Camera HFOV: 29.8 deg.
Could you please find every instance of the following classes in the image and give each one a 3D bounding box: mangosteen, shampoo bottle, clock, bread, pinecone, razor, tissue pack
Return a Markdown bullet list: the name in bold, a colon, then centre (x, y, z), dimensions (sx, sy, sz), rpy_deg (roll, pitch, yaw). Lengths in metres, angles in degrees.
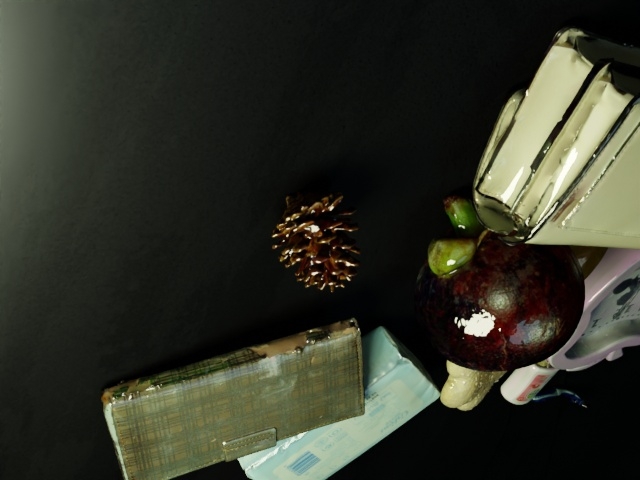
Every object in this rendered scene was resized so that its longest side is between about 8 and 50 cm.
- **mangosteen**: centre (0.218, 0.051, 1.476), dimensions (0.216, 0.216, 0.216), rpy_deg (-23, 147, -16)
- **shampoo bottle**: centre (0.336, 0.226, 1.943), dimensions (0.072, 0.043, 0.099), rpy_deg (0, 135, -42)
- **clock**: centre (0.459, 0.055, 1.769), dimensions (0.338, 0.102, 0.338), rpy_deg (-23, 148, -15)
- **bread**: centre (0.235, 0.151, 1.690), dimensions (0.182, 0.039, 0.251), rpy_deg (-42, 151, -37)
- **pinecone**: centre (-0.003, 0.000, 1.290), dimensions (0.102, 0.102, 0.109), rpy_deg (-20, 112, -20)
- **razor**: centre (0.414, 0.270, 2.091), dimensions (0.154, 0.044, 0.028), rpy_deg (12, 97, -45)
- **tissue pack**: centre (0.021, 0.236, 1.642), dimensions (0.263, 0.089, 0.177), rpy_deg (-38, 149, 3)

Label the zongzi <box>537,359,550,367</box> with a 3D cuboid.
- **zongzi**: centre (0.360, 0.164, 1.862), dimensions (0.083, 0.040, 0.076), rpy_deg (-31, -172, -10)

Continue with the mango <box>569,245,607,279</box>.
- **mango**: centre (0.334, 0.006, 1.594), dimensions (0.165, 0.089, 0.115), rpy_deg (-45, 176, 11)

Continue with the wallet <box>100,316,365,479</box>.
- **wallet**: centre (-0.100, 0.196, 1.460), dimensions (0.317, 0.044, 0.169), rpy_deg (-16, 131, -13)

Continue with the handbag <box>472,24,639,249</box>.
- **handbag**: centre (0.365, -0.099, 1.416), dimensions (0.358, 0.160, 0.236), rpy_deg (4, 123, -43)
